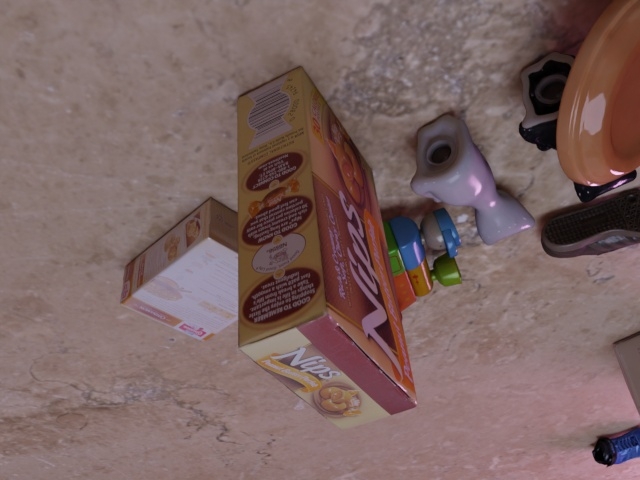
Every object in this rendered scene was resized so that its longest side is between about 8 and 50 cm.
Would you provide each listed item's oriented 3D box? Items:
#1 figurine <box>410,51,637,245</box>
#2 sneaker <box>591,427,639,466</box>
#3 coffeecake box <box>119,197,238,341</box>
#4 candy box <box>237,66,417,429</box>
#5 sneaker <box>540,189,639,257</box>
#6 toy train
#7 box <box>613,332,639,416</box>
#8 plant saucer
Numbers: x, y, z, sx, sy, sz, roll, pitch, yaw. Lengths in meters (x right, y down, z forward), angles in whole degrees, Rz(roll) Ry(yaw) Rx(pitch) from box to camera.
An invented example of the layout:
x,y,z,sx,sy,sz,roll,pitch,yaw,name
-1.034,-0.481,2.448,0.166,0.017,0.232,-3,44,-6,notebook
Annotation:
x,y,z,sx,sy,sz,roll,pitch,yaw,name
0.238,-0.080,0.793,0.214,0.092,0.209,-28,139,26,figurine
0.647,0.442,1.469,0.084,0.058,0.152,3,147,-22,sneaker
-0.151,0.046,0.910,0.185,0.068,0.142,-34,132,30,coffeecake box
0.000,0.000,0.678,0.087,0.317,0.183,-23,136,19,candy box
0.387,-0.018,0.908,0.188,0.066,0.071,-9,157,13,sneaker
0.128,0.060,0.935,0.143,0.105,0.248,-20,138,6,toy train
0.628,0.256,1.178,0.126,0.149,0.232,-32,133,29,box
0.305,-0.144,0.668,0.200,0.037,0.200,-23,128,-32,plant saucer
